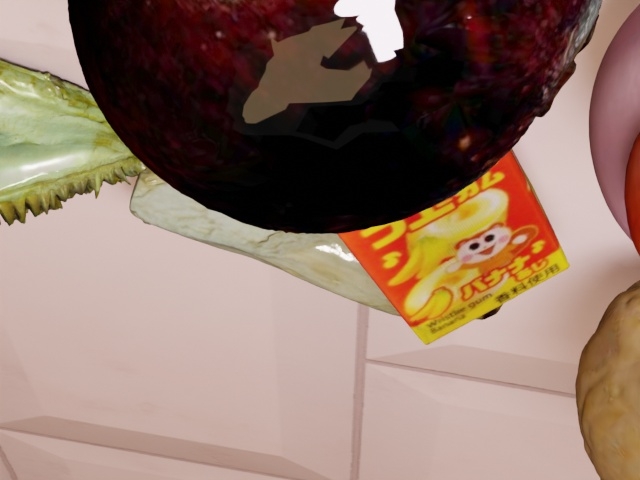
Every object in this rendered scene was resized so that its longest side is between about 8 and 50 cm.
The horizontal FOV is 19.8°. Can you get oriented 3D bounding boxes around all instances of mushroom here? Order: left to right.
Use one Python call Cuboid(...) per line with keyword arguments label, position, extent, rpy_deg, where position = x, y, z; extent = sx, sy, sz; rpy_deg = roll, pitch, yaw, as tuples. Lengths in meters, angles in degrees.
Cuboid(label="mushroom", position=(0.001, 0.000, 1.580), extent=(0.333, 0.087, 0.107), rpy_deg=(17, 179, -7))

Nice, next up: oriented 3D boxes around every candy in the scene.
Cuboid(label="candy", position=(0.084, -0.036, 1.394), extent=(0.146, 0.088, 0.276), rpy_deg=(-27, 147, 6))

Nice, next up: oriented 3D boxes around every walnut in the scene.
Cuboid(label="walnut", position=(0.364, 0.140, 1.526), extent=(0.296, 0.285, 0.285), rpy_deg=(-15, 153, 4))

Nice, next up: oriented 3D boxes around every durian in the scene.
Cuboid(label="durian", position=(-0.339, -0.101, 1.538), extent=(0.394, 0.163, 0.198), rpy_deg=(10, 118, -7))

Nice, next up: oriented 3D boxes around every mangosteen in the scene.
Cuboid(label="mangosteen", position=(-0.006, -0.157, 0.978), extent=(0.330, 0.330, 0.330), rpy_deg=(9, 157, 4))

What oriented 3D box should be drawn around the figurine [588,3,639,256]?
Cuboid(label="figurine", position=(0.261, -0.077, 1.129), extent=(0.261, 0.269, 0.211), rpy_deg=(15, 166, -37))
